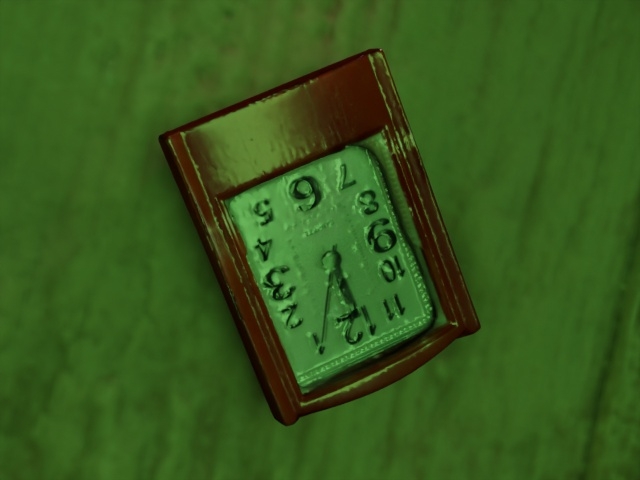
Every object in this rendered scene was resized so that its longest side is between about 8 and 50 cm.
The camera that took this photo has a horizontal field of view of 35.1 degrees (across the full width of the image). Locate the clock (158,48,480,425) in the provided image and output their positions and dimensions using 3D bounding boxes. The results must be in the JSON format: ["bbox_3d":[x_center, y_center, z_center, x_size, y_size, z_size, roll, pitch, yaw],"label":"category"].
[{"bbox_3d":[0.000,0.000,0.493,0.113,0.061,0.155,-24,101,-15],"label":"clock"}]
